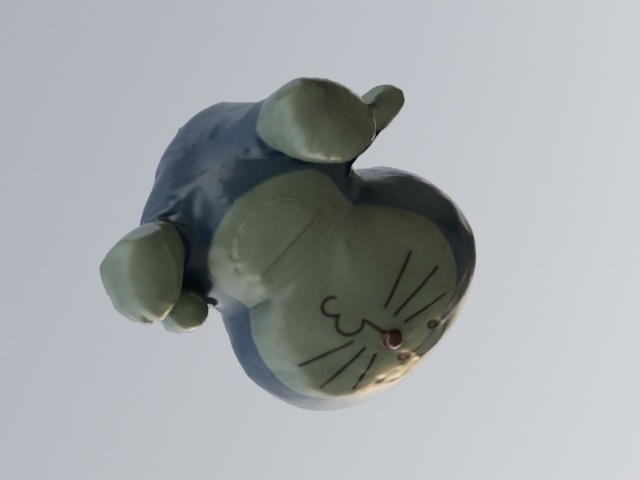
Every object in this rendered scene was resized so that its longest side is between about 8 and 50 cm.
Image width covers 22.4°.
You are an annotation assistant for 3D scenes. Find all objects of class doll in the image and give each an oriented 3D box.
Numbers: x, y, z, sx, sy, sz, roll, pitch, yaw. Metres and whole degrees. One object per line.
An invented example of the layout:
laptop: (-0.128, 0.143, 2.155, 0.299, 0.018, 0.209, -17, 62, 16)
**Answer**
doll: (0.000, 0.000, 0.373, 0.083, 0.076, 0.050, 42, -169, -27)
